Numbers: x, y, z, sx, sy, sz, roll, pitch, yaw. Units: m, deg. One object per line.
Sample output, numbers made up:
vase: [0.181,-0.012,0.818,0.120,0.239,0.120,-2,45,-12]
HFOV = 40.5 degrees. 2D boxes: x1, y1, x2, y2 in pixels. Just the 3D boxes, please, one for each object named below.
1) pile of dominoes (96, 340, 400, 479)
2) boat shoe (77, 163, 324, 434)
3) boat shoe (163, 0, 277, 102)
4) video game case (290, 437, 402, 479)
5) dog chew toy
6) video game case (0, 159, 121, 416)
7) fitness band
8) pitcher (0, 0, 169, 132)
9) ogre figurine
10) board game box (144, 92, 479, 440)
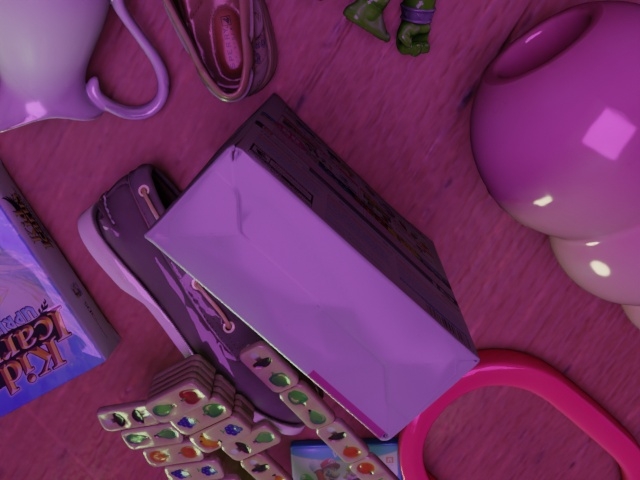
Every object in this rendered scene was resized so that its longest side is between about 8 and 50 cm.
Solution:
pile of dominoes: [-0.069,0.210,0.826,0.196,0.040,0.251,-29,120,21]
boat shoe: [-0.098,0.060,0.840,0.091,0.109,0.305,-41,97,17]
boat shoe: [-0.106,-0.262,0.757,0.105,0.089,0.285,-19,104,8]
video game case: [0.031,0.295,0.951,0.119,0.015,0.166,-2,106,3]
dog chew toy: [0.278,-0.040,0.758,0.207,0.206,0.332,-36,110,11]
video game case: [-0.385,0.073,0.879,0.270,0.061,0.244,-28,104,9]
fitness band: [0.216,0.242,0.914,0.291,0.054,0.209,40,101,-10]
pitcher: [-0.223,-0.204,0.774,0.178,0.125,0.207,-3,118,-18]
ogre figurine: [0.039,-0.252,0.751,0.197,0.097,0.118,33,106,-7]
board game box: [0.000,0.000,0.717,0.224,0.303,0.097,43,103,-9]
